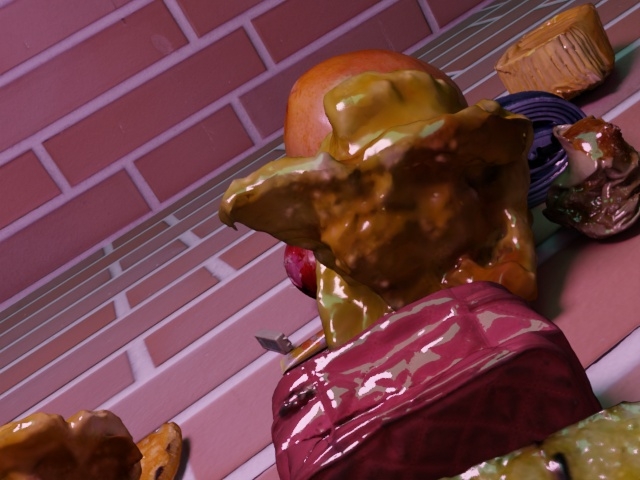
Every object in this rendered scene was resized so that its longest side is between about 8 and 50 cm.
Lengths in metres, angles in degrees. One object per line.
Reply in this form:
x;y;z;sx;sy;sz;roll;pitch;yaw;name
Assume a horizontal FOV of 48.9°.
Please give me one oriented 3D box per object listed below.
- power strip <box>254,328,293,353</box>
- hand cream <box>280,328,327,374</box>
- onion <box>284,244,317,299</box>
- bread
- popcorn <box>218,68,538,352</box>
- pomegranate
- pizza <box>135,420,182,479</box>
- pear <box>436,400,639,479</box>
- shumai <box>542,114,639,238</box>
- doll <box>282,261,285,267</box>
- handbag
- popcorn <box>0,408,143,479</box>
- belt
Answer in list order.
-0.065;0.136;0.951;0.017;0.027;0.083;-39;17;-26;power strip
-0.009;0.131;0.881;0.102;0.022;0.035;-33;24;6;hand cream
0.015;0.025;0.977;0.131;0.131;0.131;-28;17;9;onion
0.420;-0.313;1.239;0.179;0.133;0.250;-20;18;34;bread
0.079;-0.026;0.794;0.321;0.326;0.290;16;23;8;popcorn
0.092;-0.152;1.106;0.319;0.319;0.319;-28;17;9;pomegranate
-0.202;0.268;0.785;0.099;0.036;0.160;-25;17;15;pizza
0.116;0.195;0.241;0.292;0.159;0.292;-21;22;9;pear
0.299;-0.078;0.782;0.145;0.116;0.145;-37;16;12;shumai
0.000;0.000;1.148;0.102;0.075;0.227;-9;15;28;doll
0.079;0.135;0.504;0.225;0.146;0.135;-29;22;2;handbag
-0.280;0.265;0.651;0.253;0.191;0.190;-37;18;-22;popcorn
0.263;-0.120;0.933;0.190;0.141;0.082;-26;19;12;belt
